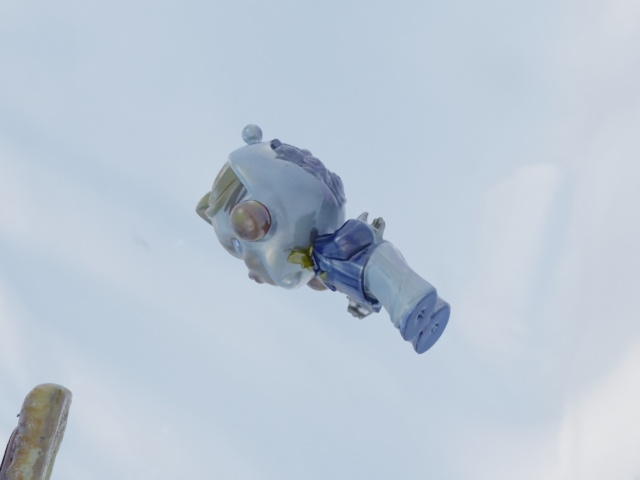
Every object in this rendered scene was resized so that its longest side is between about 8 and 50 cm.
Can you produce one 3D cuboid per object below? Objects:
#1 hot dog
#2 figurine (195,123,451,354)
[{"bbox_3d":[-0.267,0.229,1.306,0.047,0.216,0.066,8,158,11],"label":"hot dog"},{"bbox_3d":[-0.002,-0.002,1.374,0.194,0.133,0.274,35,178,-39],"label":"figurine"}]
